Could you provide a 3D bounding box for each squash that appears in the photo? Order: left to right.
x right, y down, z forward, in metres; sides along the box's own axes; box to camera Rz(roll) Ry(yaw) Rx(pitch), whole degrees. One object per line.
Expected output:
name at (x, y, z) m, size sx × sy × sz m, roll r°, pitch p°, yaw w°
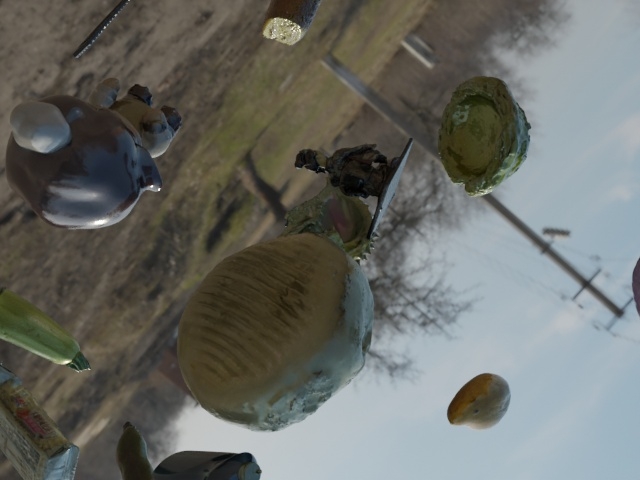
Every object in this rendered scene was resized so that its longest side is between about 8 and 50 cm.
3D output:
squash at (-0.528, 0.184, 1.746) m, size 0.094 × 0.224 × 0.094 m, roll -51°, pitch -166°, yaw 18°

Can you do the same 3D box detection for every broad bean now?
broad bean at (-0.428, 0.537, 2.154) m, size 0.077 × 0.339 × 0.061 m, roll -16°, pitch 131°, yaw -15°

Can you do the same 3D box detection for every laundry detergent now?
laundry detergent at (-0.165, 0.357, 1.411) m, size 0.206 × 0.061 × 0.097 m, roll -13°, pitch -174°, yaw 43°

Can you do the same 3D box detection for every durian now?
durian at (0.000, 0.000, 1.790) m, size 0.172 × 0.166 × 0.306 m, roll -9°, pitch -157°, yaw 49°

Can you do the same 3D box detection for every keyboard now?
keyboard at (-0.376, -0.403, 1.662) m, size 0.061 × 0.013 × 0.204 m, roll -24°, pitch -150°, yaw 47°

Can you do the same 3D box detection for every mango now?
mango at (0.413, 0.417, 2.359) m, size 0.262 × 0.109 × 0.157 m, roll -8°, pitch 124°, yaw -59°

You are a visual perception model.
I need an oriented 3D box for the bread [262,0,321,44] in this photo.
bread at (-0.053, -0.524, 2.017) m, size 0.172 × 0.103 × 0.132 m, roll -69°, pitch -169°, yaw -15°

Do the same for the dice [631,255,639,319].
dice at (0.734, 0.082, 1.609) m, size 0.270 × 0.270 × 0.271 m, roll -15°, pitch 144°, yaw -20°

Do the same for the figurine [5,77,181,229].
figurine at (-0.327, -0.160, 1.450) m, size 0.206 × 0.218 × 0.365 m, roll -35°, pitch -169°, yaw 40°

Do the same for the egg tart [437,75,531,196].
egg tart at (0.261, -0.168, 1.446) m, size 0.078 × 0.197 × 0.197 m, roll -3°, pitch 155°, yaw -29°

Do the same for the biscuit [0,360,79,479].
biscuit at (-0.600, 0.398, 1.893) m, size 0.079 × 0.309 × 0.186 m, roll -15°, pitch 130°, yaw -44°

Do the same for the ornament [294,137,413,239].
ornament at (0.052, -0.138, 1.767) m, size 0.166 × 0.196 × 0.153 m, roll 107°, pitch 8°, yaw -45°

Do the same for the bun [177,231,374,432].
bun at (-0.070, 0.160, 1.525) m, size 0.234 × 0.326 × 0.362 m, roll 70°, pitch 31°, yaw -42°
